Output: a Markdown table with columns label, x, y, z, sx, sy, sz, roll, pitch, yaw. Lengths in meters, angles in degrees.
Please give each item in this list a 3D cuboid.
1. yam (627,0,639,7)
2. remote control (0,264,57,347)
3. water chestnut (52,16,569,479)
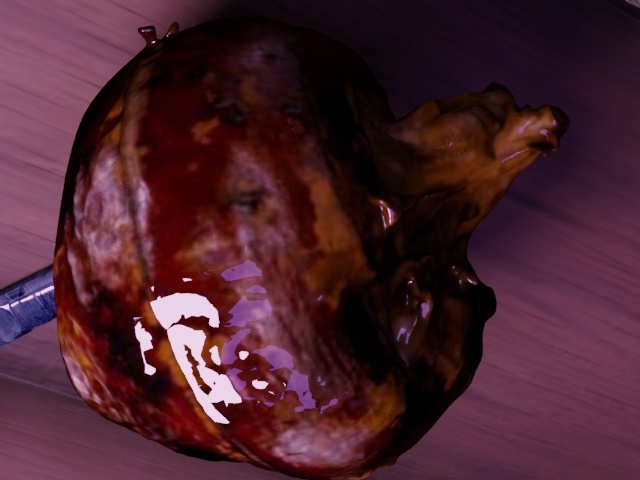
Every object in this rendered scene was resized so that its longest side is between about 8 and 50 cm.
| label | x | y | z | sx | sy | sz | roll | pitch | yaw |
| --- | --- | --- | --- | --- | --- | --- | --- | --- | --- |
| yam | 0.243 | -0.238 | 0.664 | 0.241 | 0.348 | 0.241 | -7 | 115 | -14 |
| remote control | -0.247 | 0.059 | 0.892 | 0.152 | 0.027 | 0.043 | -27 | 127 | 4 |
| water chestnut | 0.000 | 0.000 | 0.739 | 0.347 | 0.335 | 0.335 | -16 | 124 | 15 |
